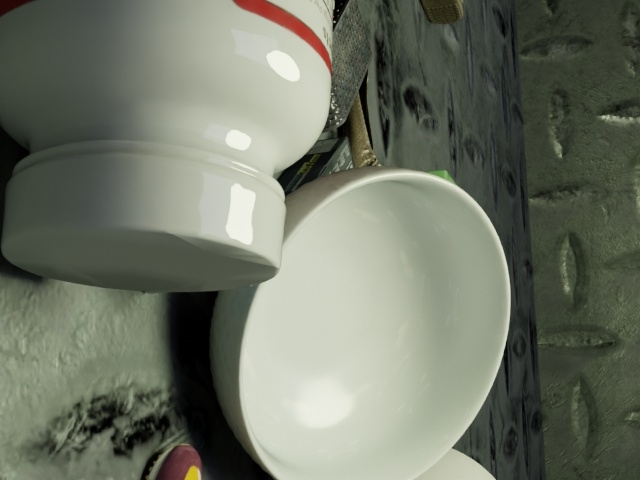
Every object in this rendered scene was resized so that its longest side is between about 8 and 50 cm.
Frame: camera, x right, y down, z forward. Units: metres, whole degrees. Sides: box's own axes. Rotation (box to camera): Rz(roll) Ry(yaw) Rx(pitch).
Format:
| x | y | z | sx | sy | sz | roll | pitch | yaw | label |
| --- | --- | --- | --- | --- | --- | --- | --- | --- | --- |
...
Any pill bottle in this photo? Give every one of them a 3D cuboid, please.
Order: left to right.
| x | y | z | sx | sy | sz | roll | pitch | yaw | label |
| --- | --- | --- | --- | --- | --- | --- | --- | --- | --- |
| -0.104 | -0.179 | 0.591 | 0.229 | 0.229 | 0.407 | 34 | 55 | -63 | pill bottle |

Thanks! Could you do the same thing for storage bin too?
| x | y | z | sx | sy | sz | roll | pitch | yaw | label |
| --- | --- | --- | --- | --- | --- | --- | --- | --- | --- |
| -0.024 | -0.193 | 0.937 | 0.180 | 0.122 | 0.084 | -69 | 147 | -47 | storage bin |

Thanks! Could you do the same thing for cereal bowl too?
| x | y | z | sx | sy | sz | roll | pitch | yaw | label |
| --- | --- | --- | --- | --- | --- | --- | --- | --- | --- |
| 0.030 | 0.084 | 0.885 | 0.339 | 0.141 | 0.339 | -10 | 109 | -31 | cereal bowl |

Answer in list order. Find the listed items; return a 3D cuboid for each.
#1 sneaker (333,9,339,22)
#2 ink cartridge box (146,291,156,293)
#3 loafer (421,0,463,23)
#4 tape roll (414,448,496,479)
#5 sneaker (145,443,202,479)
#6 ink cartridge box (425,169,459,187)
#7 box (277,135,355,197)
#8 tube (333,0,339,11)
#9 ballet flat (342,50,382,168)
| x | y | z | sx | sy | sz | roll | pitch | yaw | label |
| --- | --- | --- | --- | --- | --- | --- | --- | --- | --- |
| 0.000 | -0.231 | 1.117 | 0.075 | 0.057 | 0.161 | -56 | 152 | -19 | sneaker |
| -0.103 | -0.051 | 0.733 | 0.061 | 0.104 | 0.181 | 51 | 40 | -56 | ink cartridge box |
| 0.228 | -0.532 | 1.681 | 0.268 | 0.102 | 0.092 | 59 | 31 | -65 | loafer |
| 0.096 | 0.370 | 0.963 | 0.169 | 0.246 | 0.246 | -27 | 111 | -68 | tape roll |
| -0.106 | 0.258 | 0.693 | 0.069 | 0.084 | 0.185 | 51 | 40 | -55 | sneaker |
| 0.199 | 0.009 | 1.495 | 0.160 | 0.092 | 0.219 | 36 | 53 | -62 | ink cartridge box |
| 0.000 | 0.000 | 1.043 | 0.232 | 0.059 | 0.183 | -59 | 138 | -56 | box |
| -0.019 | -0.390 | 1.089 | 0.062 | 0.070 | 0.240 | -129 | -158 | -56 | tube |
| 0.058 | -0.192 | 1.229 | 0.084 | 0.058 | 0.250 | 27 | 61 | -66 | ballet flat |
